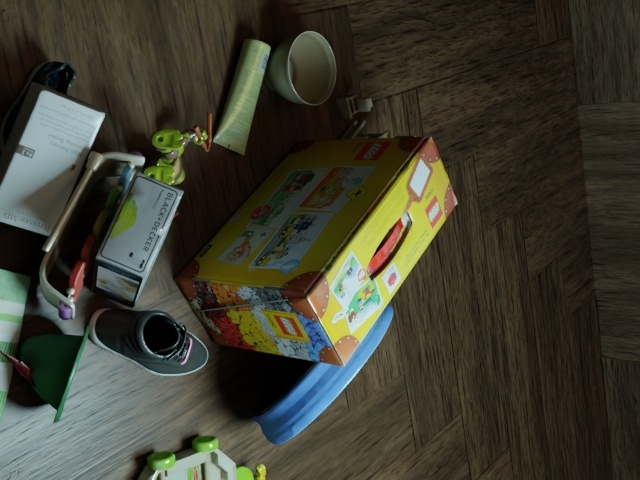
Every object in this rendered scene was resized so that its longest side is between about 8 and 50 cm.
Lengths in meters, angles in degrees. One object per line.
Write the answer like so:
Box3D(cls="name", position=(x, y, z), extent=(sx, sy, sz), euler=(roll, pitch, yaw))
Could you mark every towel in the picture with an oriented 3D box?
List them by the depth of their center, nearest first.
Box3D(cls="towel", position=(-0.574, 0.199, 1.429), extent=(0.248, 0.038, 0.324), euler=(34, 63, -71))

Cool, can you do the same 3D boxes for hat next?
Box3D(cls="hat", position=(-0.511, 0.199, 1.535), extent=(0.184, 0.208, 0.173), euler=(18, 38, -13))

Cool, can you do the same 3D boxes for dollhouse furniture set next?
Box3D(cls="dollhouse furniture set", position=(0.120, -0.270, 2.155), extent=(0.101, 0.182, 0.160), euler=(-36, 119, -42))

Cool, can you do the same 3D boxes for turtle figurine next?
Box3D(cls="turtle figurine", position=(-0.288, -0.152, 1.717), extent=(0.269, 0.087, 0.217), euler=(-64, 179, -7))

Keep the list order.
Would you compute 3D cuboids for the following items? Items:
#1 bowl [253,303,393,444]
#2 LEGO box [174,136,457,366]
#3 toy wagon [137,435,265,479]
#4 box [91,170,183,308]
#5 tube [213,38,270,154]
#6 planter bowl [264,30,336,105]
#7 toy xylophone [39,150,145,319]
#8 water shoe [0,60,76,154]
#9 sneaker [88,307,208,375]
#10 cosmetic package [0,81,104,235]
Box3D(cls="bowl", position=(-0.001, 0.265, 1.928), extent=(0.077, 0.391, 0.391), euler=(42, 56, -4))
Box3D(cls="LEGO box", position=(0.000, 0.000, 1.888), extent=(0.500, 0.373, 0.193), euler=(-51, 129, -34))
Box3D(cls="toy wagon", position=(-0.253, 0.547, 1.864), extent=(0.344, 0.068, 0.267), euler=(-10, 101, -50))
Box3D(cls="box", position=(-0.328, 0.006, 1.574), extent=(0.087, 0.290, 0.169), euler=(24, 72, -9))
Box3D(cls="tube", position=(-0.168, -0.312, 1.918), extent=(0.070, 0.062, 0.240), euler=(14, 85, -5))
Box3D(cls="planter bowl", position=(-0.057, -0.380, 1.997), extent=(0.162, 0.109, 0.162), euler=(-3, 94, -50))
Box3D(cls="toy xylophone", position=(-0.405, -0.023, 1.552), extent=(0.081, 0.236, 0.322), euler=(24, 77, -8))
Box3D(cls="water shoe", position=(-0.485, -0.219, 1.527), extent=(0.073, 0.080, 0.203), euler=(30, 70, -46))
Box3D(cls="sneaker", position=(-0.293, 0.207, 1.732), extent=(0.296, 0.147, 0.104), euler=(31, 68, -48))
Box3D(cls="cosmetic package", position=(-0.463, -0.134, 1.484), extent=(0.117, 0.085, 0.231), euler=(20, 98, -33))
